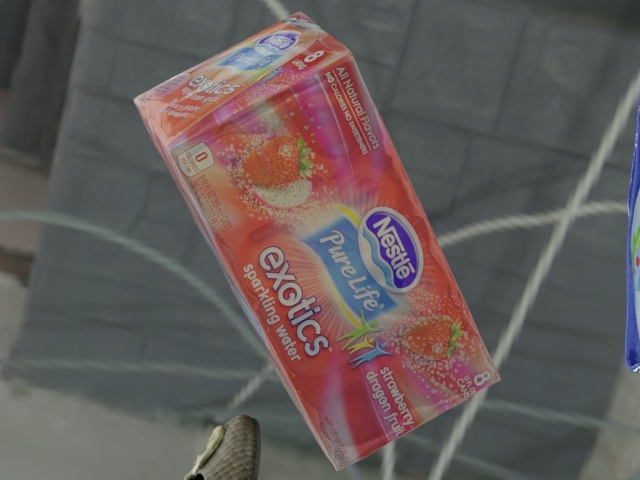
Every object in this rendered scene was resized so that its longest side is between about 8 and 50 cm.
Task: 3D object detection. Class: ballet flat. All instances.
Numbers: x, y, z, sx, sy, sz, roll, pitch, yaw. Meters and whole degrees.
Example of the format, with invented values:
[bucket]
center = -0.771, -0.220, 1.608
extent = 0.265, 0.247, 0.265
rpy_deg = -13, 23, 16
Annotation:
[ballet flat]
center = -0.081, 0.200, 0.995
extent = 0.058, 0.084, 0.250
rpy_deg = 15, -133, -2

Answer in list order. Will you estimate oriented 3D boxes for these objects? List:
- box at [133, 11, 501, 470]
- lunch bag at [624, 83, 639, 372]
[box]
center = 0.000, 0.000, 1.291
extent = 0.154, 0.300, 0.142
rpy_deg = -28, -155, -6
[lunch bag]
center = 0.187, -0.016, 0.662
extent = 0.129, 0.096, 0.151
rpy_deg = 8, -132, 2
